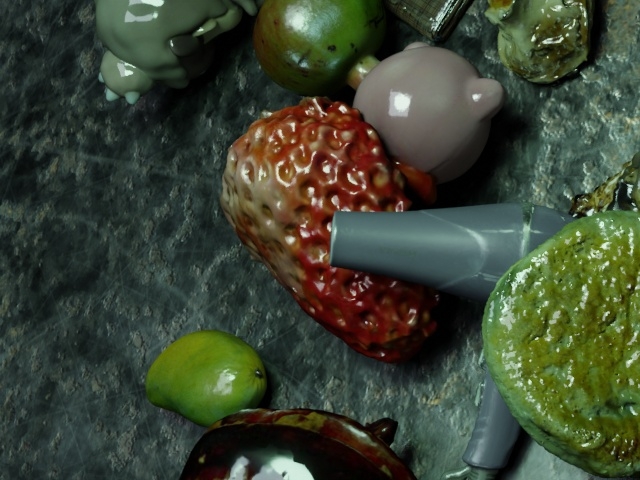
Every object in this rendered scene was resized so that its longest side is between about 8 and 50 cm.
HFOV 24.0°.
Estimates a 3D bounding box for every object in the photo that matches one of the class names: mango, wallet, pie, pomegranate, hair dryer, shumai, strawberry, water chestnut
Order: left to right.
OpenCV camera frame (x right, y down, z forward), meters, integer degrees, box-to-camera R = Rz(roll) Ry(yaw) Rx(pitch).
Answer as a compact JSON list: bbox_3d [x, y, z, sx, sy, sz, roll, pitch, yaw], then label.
[{"bbox_3d":[-0.147,0.171,1.910,0.191,0.085,0.122,16,84,42],"label":"mango"},{"bbox_3d":[-0.003,0.294,1.630,0.300,0.300,0.300,-18,59,33],"label":"water chestnut"},{"bbox_3d":[0.000,0.000,1.755,0.336,0.149,0.265,59,147,21],"label":"strawberry"},{"bbox_3d":[0.017,-0.253,1.938,0.209,0.180,0.180,46,104,6],"label":"pomegranate"},{"bbox_3d":[0.114,-0.355,1.973,0.124,0.042,0.230,-57,46,8],"label":"wallet"},{"bbox_3d":[0.150,0.133,1.624,0.301,0.121,0.361,5,91,-1],"label":"hair dryer"},{"bbox_3d":[0.252,-0.263,1.764,0.146,0.116,0.145,-16,61,32],"label":"shumai"},{"bbox_3d":[0.302,0.099,1.519,0.277,0.078,0.277,-1,83,4],"label":"pie"}]

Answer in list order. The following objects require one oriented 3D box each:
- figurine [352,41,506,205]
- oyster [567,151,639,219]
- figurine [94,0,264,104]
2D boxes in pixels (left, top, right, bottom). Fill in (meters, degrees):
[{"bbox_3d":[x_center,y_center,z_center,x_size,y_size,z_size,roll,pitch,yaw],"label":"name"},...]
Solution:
[{"bbox_3d":[0.122,-0.149,1.785,0.173,0.173,0.173,-18,59,33],"label":"figurine"},{"bbox_3d":[0.406,-0.060,1.578,0.345,0.079,0.128,-13,70,32],"label":"oyster"},{"bbox_3d":[-0.167,-0.354,2.096,0.381,0.203,0.248,-26,52,27],"label":"figurine"}]
